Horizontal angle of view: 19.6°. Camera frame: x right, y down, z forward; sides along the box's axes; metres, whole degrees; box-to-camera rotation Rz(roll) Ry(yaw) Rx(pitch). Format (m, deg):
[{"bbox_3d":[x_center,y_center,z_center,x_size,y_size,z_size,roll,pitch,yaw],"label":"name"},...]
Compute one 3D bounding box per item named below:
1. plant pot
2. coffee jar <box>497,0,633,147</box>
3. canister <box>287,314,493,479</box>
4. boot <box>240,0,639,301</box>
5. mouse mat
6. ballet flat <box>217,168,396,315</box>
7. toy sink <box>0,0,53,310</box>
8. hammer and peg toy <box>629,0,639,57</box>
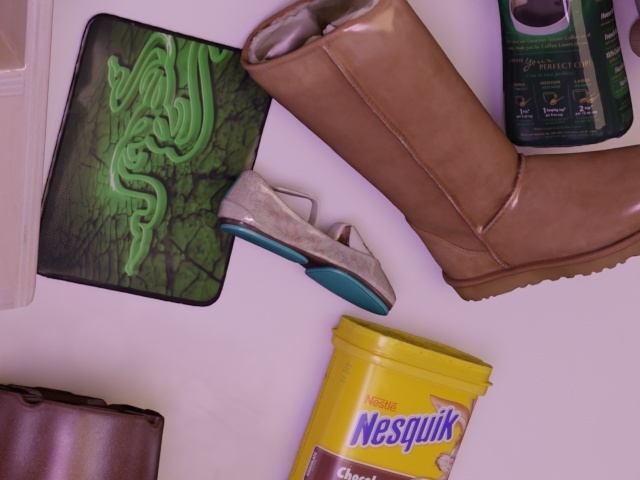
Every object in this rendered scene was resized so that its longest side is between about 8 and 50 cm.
[{"bbox_3d":[-0.181,0.187,1.250,0.167,0.167,0.165,13,86,-29],"label":"plant pot"},{"bbox_3d":[0.178,-0.166,1.386,0.079,0.096,0.184,-36,122,-59],"label":"coffee jar"},{"bbox_3d":[0.046,0.155,1.400,0.126,0.073,0.170,18,94,-28],"label":"canister"},{"bbox_3d":[0.111,-0.082,1.312,0.236,0.089,0.269,-24,124,28],"label":"boot"},{"bbox_3d":[-0.117,-0.054,1.311,0.152,0.007,0.190,12,94,-28],"label":"mouse mat"},{"bbox_3d":[0.000,0.000,1.353,0.168,0.057,0.052,31,74,-33],"label":"ballet flat"},{"bbox_3d":[-0.249,-0.088,1.112,0.131,0.153,0.234,-8,126,-25],"label":"toy sink"},{"bbox_3d":[0.372,-0.302,1.441,0.361,0.127,0.266,-29,111,-21],"label":"hammer and peg toy"}]
